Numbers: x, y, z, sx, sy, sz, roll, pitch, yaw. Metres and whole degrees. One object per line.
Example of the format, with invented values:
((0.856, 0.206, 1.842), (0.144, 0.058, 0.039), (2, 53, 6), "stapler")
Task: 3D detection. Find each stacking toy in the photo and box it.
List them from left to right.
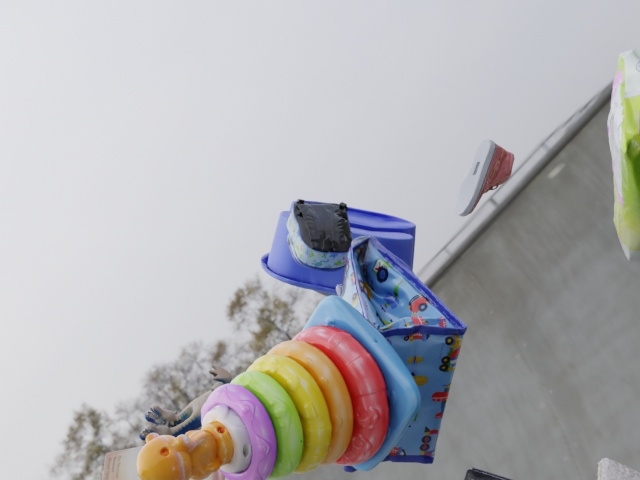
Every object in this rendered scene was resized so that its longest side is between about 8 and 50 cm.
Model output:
((-0.058, 0.191, 0.787), (0.301, 0.175, 0.166), (-14, -37, -44), "stacking toy")

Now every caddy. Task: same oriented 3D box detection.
((0.047, 0.038, 1.569), (0.241, 0.341, 0.179), (-54, -26, -72), "caddy")

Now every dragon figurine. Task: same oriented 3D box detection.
((-0.132, 0.280, 1.179), (0.289, 0.085, 0.144), (14, -55, -25), "dragon figurine")

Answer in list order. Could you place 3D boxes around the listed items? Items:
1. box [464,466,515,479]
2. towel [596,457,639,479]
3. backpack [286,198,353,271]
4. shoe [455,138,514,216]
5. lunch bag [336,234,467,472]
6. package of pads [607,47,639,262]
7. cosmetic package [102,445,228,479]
((0.388, 0.377, 0.825), (0.395, 0.318, 0.097), (-1, 63, 53), "box")
((0.556, 0.485, 1.274), (0.282, 0.187, 0.049), (-42, -27, -62), "towel")
((0.000, 0.000, 1.238), (0.105, 0.114, 0.084), (3, -46, -19), "backpack")
((0.364, -0.126, 1.654), (0.063, 0.081, 0.178), (21, 89, 66), "shoe")
((0.068, 0.143, 1.082), (0.138, 0.293, 0.221), (0, -64, -17), "lunch bag")
((0.377, -0.066, 0.665), (0.296, 0.229, 0.101), (43, -132, -59), "package of pads")
((-0.247, 0.460, 1.403), (0.296, 0.153, 0.129), (-14, -38, 11), "cosmetic package")
